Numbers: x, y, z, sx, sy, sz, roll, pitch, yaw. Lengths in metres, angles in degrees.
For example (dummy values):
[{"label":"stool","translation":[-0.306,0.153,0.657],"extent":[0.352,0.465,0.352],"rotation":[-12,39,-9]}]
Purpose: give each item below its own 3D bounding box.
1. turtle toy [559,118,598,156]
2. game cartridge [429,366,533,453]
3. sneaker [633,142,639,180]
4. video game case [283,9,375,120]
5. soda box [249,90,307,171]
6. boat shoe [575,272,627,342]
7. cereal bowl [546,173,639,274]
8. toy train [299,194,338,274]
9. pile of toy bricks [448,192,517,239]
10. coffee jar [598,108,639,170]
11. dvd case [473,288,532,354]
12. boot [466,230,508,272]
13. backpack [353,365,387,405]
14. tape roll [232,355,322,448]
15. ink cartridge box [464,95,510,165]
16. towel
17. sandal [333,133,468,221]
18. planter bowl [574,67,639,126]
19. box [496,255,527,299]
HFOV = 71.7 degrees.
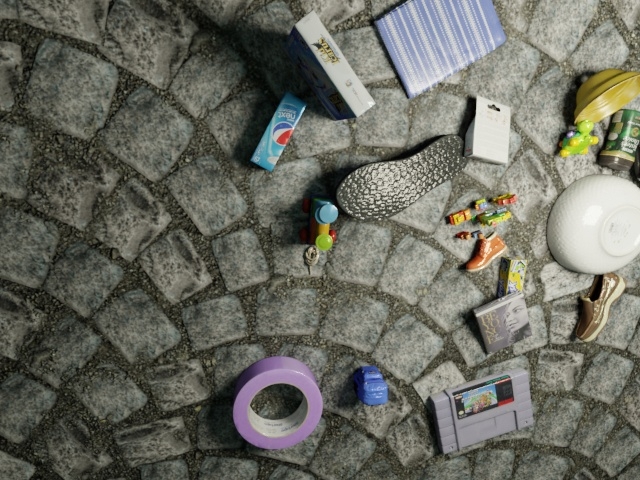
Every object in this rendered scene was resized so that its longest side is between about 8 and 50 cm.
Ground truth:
[{"label":"turtle toy","translation":[0.799,-0.316,1.373],"extent":[0.095,0.130,0.066],"rotation":[-9,62,-13]},{"label":"game cartridge","translation":[0.571,0.596,1.559],"extent":[0.356,0.068,0.230],"rotation":[-15,109,-7]},{"label":"sneaker","translation":[1.182,-0.349,1.398],"extent":[0.258,0.169,0.447],"rotation":[30,98,-17]},{"label":"video game case","translation":[0.012,-0.419,1.114],"extent":[0.061,0.269,0.244],"rotation":[-39,106,1]},{"label":"soda box","translation":[-0.118,-0.298,1.220],"extent":[0.067,0.071,0.210],"rotation":[27,96,-15]},{"label":"boat shoe","translation":[0.941,0.223,1.534],"extent":[0.095,0.095,0.257],"rotation":[27,90,-1]},{"label":"cereal bowl","translation":[0.928,-0.042,1.438],"extent":[0.339,0.141,0.338],"rotation":[-3,104,-10]},{"label":"toy train","translation":[0.000,0.000,1.272],"extent":[0.105,0.143,0.247],"rotation":[3,102,-11]},{"label":"pile of toy bricks","translation":[0.520,-0.067,1.373],"extent":[0.213,0.105,0.118],"rotation":[-21,106,-5]},{"label":"coffee jar","translation":[0.964,-0.317,1.412],"extent":[0.096,0.079,0.184],"rotation":[12,101,-13]},{"label":"dvd case","translation":[0.610,0.275,1.473],"extent":[0.165,0.018,0.221],"rotation":[-25,121,4]},{"label":"boot","translation":[0.520,0.037,1.426],"extent":[0.158,0.059,0.084],"rotation":[-36,103,-10]},{"label":"backpack","translation":[0.160,0.466,1.420],"extent":[0.098,0.120,0.101],"rotation":[-6,104,-8]},{"label":"tape roll","translation":[-0.135,0.508,1.392],"extent":[0.275,0.090,0.274],"rotation":[-2,103,-9]},{"label":"ink cartridge box","translation":[0.504,-0.328,1.337],"extent":[0.146,0.045,0.179],"rotation":[8,83,-26]},{"label":"towel","translation":[0.345,-0.596,1.262],"extent":[0.336,0.040,0.243],"rotation":[-31,108,0]},{"label":"sandal","translation":[0.234,-0.180,1.309],"extent":[0.446,0.107,0.167],"rotation":[-24,105,-18]},{"label":"planter bowl","translation":[0.847,-0.447,1.332],"extent":[0.217,0.217,0.090],"rotation":[-22,69,-5]},{"label":"box","translation":[0.630,0.139,1.467],"extent":[0.059,0.054,0.168],"rotation":[1,102,-11]}]
